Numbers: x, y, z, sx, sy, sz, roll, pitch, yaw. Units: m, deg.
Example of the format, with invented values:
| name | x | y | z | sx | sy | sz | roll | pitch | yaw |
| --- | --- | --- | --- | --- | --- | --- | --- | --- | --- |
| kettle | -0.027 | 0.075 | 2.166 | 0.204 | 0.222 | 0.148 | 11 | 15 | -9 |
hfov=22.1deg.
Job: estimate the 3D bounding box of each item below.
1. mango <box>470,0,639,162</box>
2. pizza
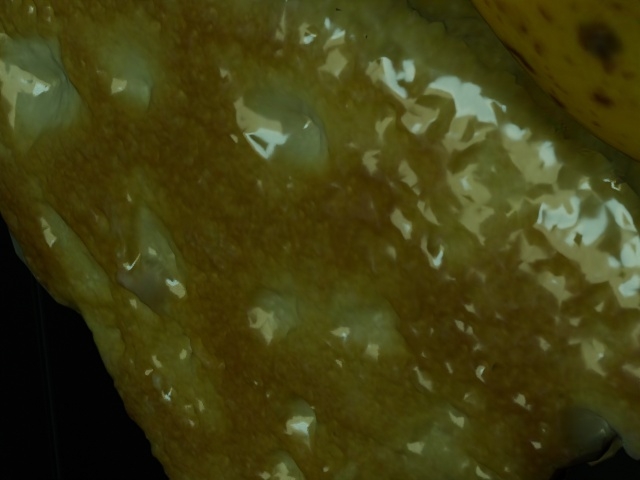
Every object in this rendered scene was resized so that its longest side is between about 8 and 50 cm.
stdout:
| name | x | y | z | sx | sy | sz | roll | pitch | yaw |
| --- | --- | --- | --- | --- | --- | --- | --- | --- | --- |
| mango | 0.100 | -0.157 | 0.350 | 0.191 | 0.159 | 0.290 | 40 | 134 | 49 |
| pizza | 0.000 | 0.000 | 0.622 | 0.408 | 0.114 | 0.278 | 19 | 130 | 39 |
